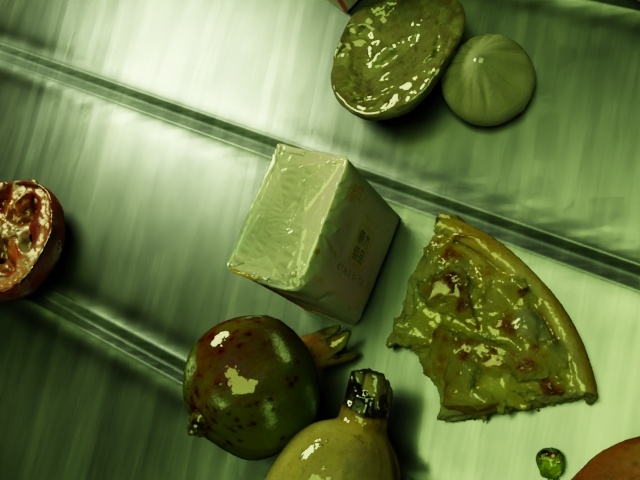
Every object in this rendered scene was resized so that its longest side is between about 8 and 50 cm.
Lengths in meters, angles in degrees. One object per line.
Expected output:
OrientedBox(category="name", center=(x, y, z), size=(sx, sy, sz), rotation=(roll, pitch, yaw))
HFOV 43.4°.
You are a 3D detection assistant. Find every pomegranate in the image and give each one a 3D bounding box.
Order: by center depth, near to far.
OrientedBox(category="pomegranate", center=(-0.065, 0.191, 1.095), size=(0.246, 0.198, 0.198), rotation=(-10, 69, -1))

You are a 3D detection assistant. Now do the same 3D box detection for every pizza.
OrientedBox(category="pizza", center=(0.202, 0.117, 1.064), size=(0.223, 0.089, 0.323), rotation=(-38, 63, 4))

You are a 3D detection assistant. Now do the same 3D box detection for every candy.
OrientedBox(category="candy", center=(0.282, 0.319, 1.000), size=(0.035, 0.035, 0.122), rotation=(4, 85, 11))

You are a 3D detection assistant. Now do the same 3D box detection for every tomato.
OrientedBox(category="tomato", center=(-0.533, 0.008, 1.389), size=(0.228, 0.101, 0.227), rotation=(-6, 66, 13))

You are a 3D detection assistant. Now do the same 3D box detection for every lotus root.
OrientedBox(category="lotus root", center=(0.020, 0.312, 1.019), size=(0.183, 0.183, 0.309), rotation=(21, 82, 26))

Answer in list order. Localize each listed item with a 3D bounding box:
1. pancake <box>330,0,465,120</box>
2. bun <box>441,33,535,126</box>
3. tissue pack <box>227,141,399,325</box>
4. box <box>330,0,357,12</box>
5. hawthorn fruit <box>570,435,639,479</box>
OrientedBox(category="pancake", center=(0.120, -0.285, 1.224), size=(0.242, 0.050, 0.241), rotation=(-18, 56, 28))
OrientedBox(category="bun", center=(0.237, -0.239, 1.156), size=(0.138, 0.094, 0.138), rotation=(-5, 75, 20))
OrientedBox(category="tissue pack", center=(0.000, 0.000, 1.101), size=(0.124, 0.225, 0.185), rotation=(15, 80, 26))
OrientedBox(category="box", center=(0.002, -0.605, 1.245), size=(0.312, 0.314, 0.300), rotation=(-47, 66, 3))
OrientedBox(category="hawthorn fruit", center=(0.371, 0.307, 0.881), size=(0.210, 0.210, 0.262), rotation=(31, 63, 27))
